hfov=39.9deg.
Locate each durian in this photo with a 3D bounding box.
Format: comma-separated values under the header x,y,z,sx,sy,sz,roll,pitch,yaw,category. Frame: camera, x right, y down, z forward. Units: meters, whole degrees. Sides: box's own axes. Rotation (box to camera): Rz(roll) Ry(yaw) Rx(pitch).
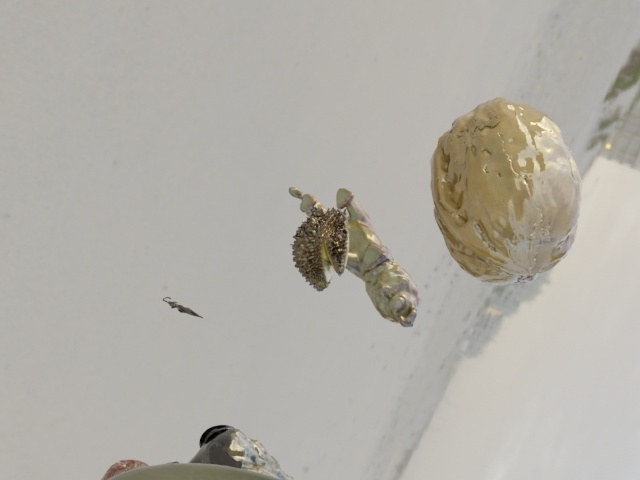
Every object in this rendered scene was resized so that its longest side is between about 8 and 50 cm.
x,y,z,sx,sy,sz,roll,pitch,yaw,category
0.000,-0.002,1.230,0.110,0.071,0.140,-35,-151,49,durian

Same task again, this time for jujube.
x,y,z,sx,sy,sz,roll,pitch,yaw,category
-0.414,0.558,1.914,0.236,0.168,0.168,110,5,-70,jujube

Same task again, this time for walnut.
x,y,z,sx,sy,sz,roll,pitch,yaw,category
0.230,-0.058,1.102,0.198,0.198,0.245,99,-15,-53,walnut

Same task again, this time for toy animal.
x,y,z,sx,sy,sz,roll,pitch,yaw,category
0.069,0.020,1.443,0.097,0.312,0.157,-38,135,9,toy animal

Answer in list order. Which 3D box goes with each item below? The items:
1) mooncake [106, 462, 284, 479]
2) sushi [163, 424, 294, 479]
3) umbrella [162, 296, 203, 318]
x,y,z,sx,sy,sz,roll,pitch,yaw,category
-0.103,0.376,0.905,0.351,0.351,0.187,-21,123,-78,mooncake
-0.172,0.568,1.654,0.285,0.328,0.328,-37,136,9,sushi
-0.261,0.128,1.653,0.022,0.122,0.013,-22,119,-37,umbrella
